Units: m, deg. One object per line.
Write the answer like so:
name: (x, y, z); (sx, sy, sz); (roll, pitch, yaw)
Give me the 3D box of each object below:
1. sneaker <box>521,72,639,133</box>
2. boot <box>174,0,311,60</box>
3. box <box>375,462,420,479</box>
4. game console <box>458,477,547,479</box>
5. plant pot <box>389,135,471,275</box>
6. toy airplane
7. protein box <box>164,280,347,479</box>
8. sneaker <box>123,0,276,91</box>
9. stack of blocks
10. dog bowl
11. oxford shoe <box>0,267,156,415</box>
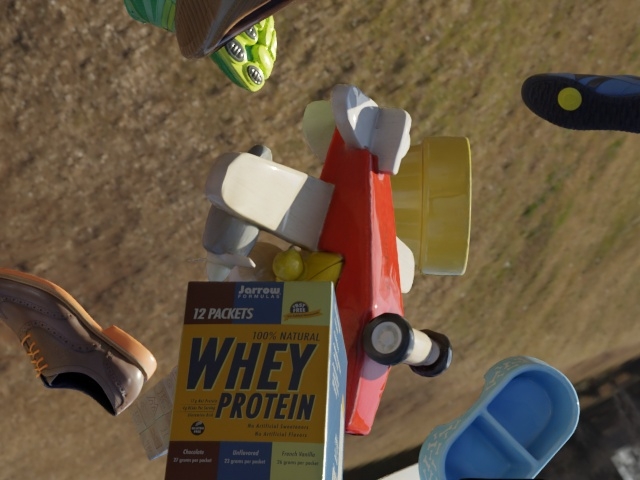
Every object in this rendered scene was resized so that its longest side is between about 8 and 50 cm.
sneaker: (0.373, -0.187, 1.296); (0.082, 0.209, 0.069); (-50, 146, -55)
boot: (-0.039, -0.278, 1.107); (0.207, 0.090, 0.248); (-10, 169, -31)
box: (0.034, 0.527, 1.632); (0.345, 0.168, 0.215); (-37, 161, 34)
game console: (0.217, 0.385, 1.122); (0.213, 0.043, 0.361); (5, -158, 25)
plant pot: (0.144, -0.065, 1.777); (0.239, 0.254, 0.254); (2, 163, 5)
toy airplane: (0.000, 0.000, 1.231); (0.273, 0.386, 0.384); (-13, -154, 26)
protein box: (-0.050, 0.170, 0.922); (0.136, 0.201, 0.199); (0, 152, 6)
sneaker: (-0.170, -0.310, 1.234); (0.123, 0.295, 0.109); (-21, -153, 55)
stack of blocks: (-0.138, 0.210, 1.372); (0.171, 0.087, 0.297); (-17, 167, -33)
dog bowl: (0.289, 0.311, 1.549); (0.297, 0.166, 0.074); (-44, 178, -13)
oxford shoe: (-0.470, 0.172, 1.709); (0.132, 0.364, 0.130); (-61, -177, -36)
